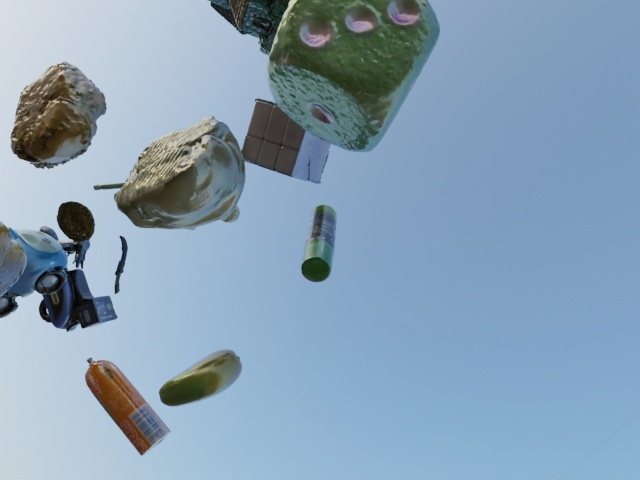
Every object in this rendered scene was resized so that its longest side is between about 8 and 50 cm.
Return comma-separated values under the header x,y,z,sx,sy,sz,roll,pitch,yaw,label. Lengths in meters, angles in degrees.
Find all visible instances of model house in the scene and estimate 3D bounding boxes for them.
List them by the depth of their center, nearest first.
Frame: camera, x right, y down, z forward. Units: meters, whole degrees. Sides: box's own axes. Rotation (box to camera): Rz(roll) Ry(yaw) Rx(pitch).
x,y,z,sx,sy,sz,roll,pitch,yaw,label
-0.213,-0.737,1.221,0.240,0.226,0.261,13,-23,-20,model house

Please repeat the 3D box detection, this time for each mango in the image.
x,y,z,sx,sy,sz,roll,pitch,yaw,label
-0.272,0.319,0.951,0.130,0.194,0.092,-30,-100,61,mango

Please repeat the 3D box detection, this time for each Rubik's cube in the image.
x,y,z,sx,sy,sz,roll,pitch,yaw,label
-0.110,-0.344,1.459,0.224,0.231,0.222,21,-81,23,Rubik's cube

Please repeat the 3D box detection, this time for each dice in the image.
x,y,z,sx,sy,sz,roll,pitch,yaw,label
0.078,-0.437,1.006,0.322,0.330,0.318,31,-12,1,dice

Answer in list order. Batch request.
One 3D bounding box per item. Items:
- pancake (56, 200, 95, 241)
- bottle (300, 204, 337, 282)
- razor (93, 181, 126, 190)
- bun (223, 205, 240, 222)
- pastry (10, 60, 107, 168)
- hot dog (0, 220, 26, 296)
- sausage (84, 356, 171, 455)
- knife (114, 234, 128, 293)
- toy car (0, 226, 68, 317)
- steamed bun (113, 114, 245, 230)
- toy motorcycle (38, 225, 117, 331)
x,y,z,sx,sy,sz,roll,pitch,yaw,label
-0.645,-0.050,1.085,0.114,0.011,0.115,2,-78,8,pancake
0.000,0.000,1.273,0.093,0.330,0.093,2,-60,4,bottle
-0.787,-0.222,1.638,0.231,0.106,0.068,-3,-97,4,razor
-0.359,-0.111,1.624,0.086,0.086,0.055,56,-12,-4,bun
-0.734,-0.345,1.175,0.254,0.162,0.311,-11,-116,17,pastry
-0.252,0.037,0.246,0.060,0.140,0.090,36,-34,-9,hot dog
-0.550,0.443,1.141,0.312,0.093,0.093,45,-53,10,sausage
-0.754,0.093,1.555,0.021,0.045,0.222,-3,-102,20,knife
-0.790,0.056,1.038,0.188,0.255,0.190,36,-42,30,toy car
-0.335,-0.143,1.064,0.324,0.310,0.219,-23,-51,18,steamed bun
-0.783,0.108,1.293,0.212,0.125,0.359,-21,-95,8,toy motorcycle
